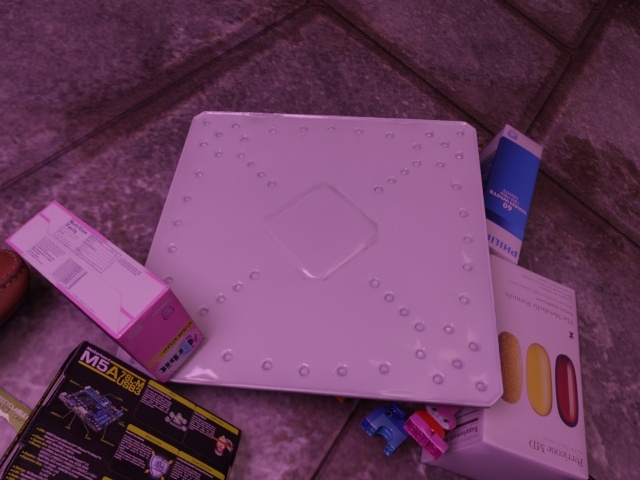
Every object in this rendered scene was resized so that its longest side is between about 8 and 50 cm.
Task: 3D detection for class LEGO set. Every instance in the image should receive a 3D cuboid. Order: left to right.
[{"bbox_3d":[0.069,0.158,0.634,0.093,0.087,0.227,-24,57,-40],"label":"LEGO set"}]

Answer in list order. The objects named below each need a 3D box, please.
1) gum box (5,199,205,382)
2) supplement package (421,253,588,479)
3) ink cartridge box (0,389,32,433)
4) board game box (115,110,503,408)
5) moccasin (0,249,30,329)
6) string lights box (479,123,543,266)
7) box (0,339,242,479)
[{"bbox_3d":[-0.214,0.047,0.526,0.188,0.107,0.062,31,65,25],"label":"gum box"},{"bbox_3d":[0.229,0.168,0.671,0.139,0.134,0.244,22,54,-9],"label":"supplement package"},{"bbox_3d":[-0.341,0.221,0.411,0.189,0.097,0.255,35,53,0],"label":"ink cartridge box"},{"bbox_3d":[0.000,0.000,0.646,0.390,0.050,0.390,3,56,5],"label":"board game box"},{"bbox_3d":[-0.429,0.060,0.407,0.380,0.147,0.139,-14,22,-43],"label":"moccasin"},{"bbox_3d":[0.252,-0.046,0.816,0.077,0.133,0.259,31,53,-4],"label":"string lights box"},{"bbox_3d":[-0.177,0.211,0.468,0.191,0.045,0.184,37,35,-19],"label":"box"}]
